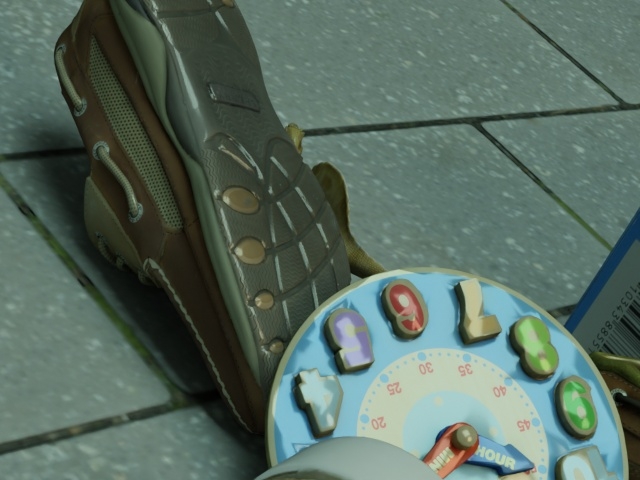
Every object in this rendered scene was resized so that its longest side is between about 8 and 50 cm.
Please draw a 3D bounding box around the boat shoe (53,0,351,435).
[{"bbox_3d":[-0.076,-0.024,0.953,0.123,0.116,0.324,16,48,-51],"label":"boat shoe"}]

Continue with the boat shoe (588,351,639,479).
[{"bbox_3d":[0.272,0.143,0.875,0.307,0.104,0.111,16,2,20],"label":"boat shoe"}]

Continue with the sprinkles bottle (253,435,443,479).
[{"bbox_3d":[-0.065,0.191,0.619,0.121,0.121,0.355,39,32,18],"label":"sprinkles bottle"}]

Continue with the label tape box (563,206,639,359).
[{"bbox_3d":[0.345,0.015,1.109,0.333,0.240,0.106,-3,42,-42],"label":"label tape box"}]

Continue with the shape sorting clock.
[{"bbox_3d":[0.071,0.109,0.848,0.206,0.040,0.206,7,67,-17],"label":"shape sorting clock"}]

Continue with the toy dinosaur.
[{"bbox_3d":[0.000,0.000,0.994,0.053,0.092,0.183,-1,41,-40],"label":"toy dinosaur"}]
